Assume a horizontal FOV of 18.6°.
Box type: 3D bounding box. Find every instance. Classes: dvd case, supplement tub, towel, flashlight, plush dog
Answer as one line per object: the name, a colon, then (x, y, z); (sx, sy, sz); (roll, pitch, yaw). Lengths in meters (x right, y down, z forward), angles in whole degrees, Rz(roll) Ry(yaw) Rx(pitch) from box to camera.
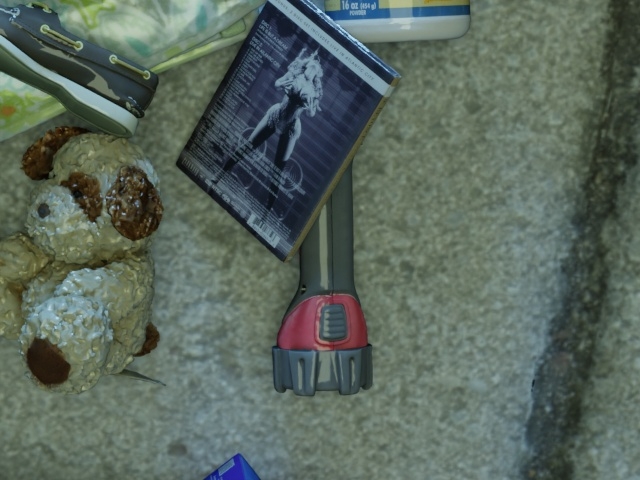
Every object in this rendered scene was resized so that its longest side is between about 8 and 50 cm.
dvd case: (-0.035, -0.115, 1.895); (0.164, 0.018, 0.221); (42, 114, 25)
supplement tub: (0.072, -0.293, 1.899); (0.144, 0.144, 0.200); (-4, 96, -5)
towel: (-0.253, -0.306, 1.845); (0.320, 0.090, 0.374); (-24, 116, -3)
flashlight: (0.000, 0.000, 1.952); (0.103, 0.103, 0.304); (0, 92, 28)
plush dog: (-0.219, 0.006, 1.885); (0.210, 0.262, 0.225); (3, 108, -39)

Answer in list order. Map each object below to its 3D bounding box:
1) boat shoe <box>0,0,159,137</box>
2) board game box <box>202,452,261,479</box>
boat shoe: (-0.259, -0.180, 1.816); (0.227, 0.081, 0.069); (31, 75, -15)
board game box: (-0.029, 0.350, 1.856); (0.078, 0.347, 0.233); (-37, 98, 0)
